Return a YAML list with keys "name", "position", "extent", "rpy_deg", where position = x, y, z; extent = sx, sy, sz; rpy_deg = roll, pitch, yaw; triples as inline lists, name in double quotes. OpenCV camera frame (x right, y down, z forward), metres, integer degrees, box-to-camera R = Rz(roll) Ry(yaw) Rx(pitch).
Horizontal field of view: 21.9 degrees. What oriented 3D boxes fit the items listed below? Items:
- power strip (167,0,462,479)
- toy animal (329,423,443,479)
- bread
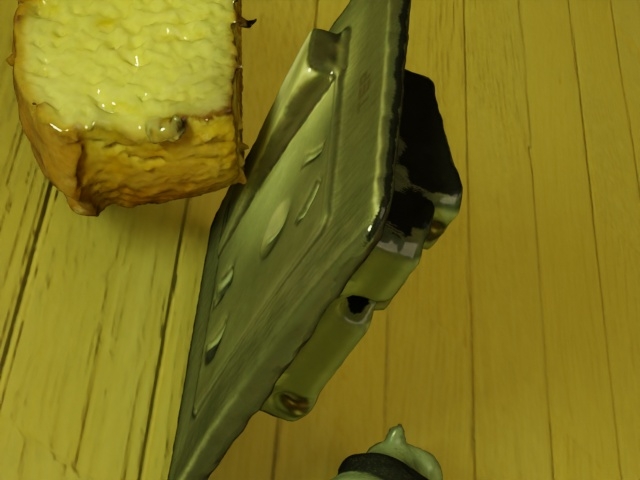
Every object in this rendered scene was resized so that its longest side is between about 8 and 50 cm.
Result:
- name: "power strip"
  position: [0.001, -0.001, 0.924]
  extent: [0.092, 0.257, 0.251]
  rpy_deg: [19, 41, -18]
- name: "toy animal"
  position: [0.038, 0.186, 0.977]
  extent: [0.121, 0.094, 0.225]
  rpy_deg: [47, 30, -1]
- name: "bread"
  position: [-0.102, -0.098, 0.965]
  extent: [0.139, 0.143, 0.229]
  rpy_deg: [83, 5, -45]
